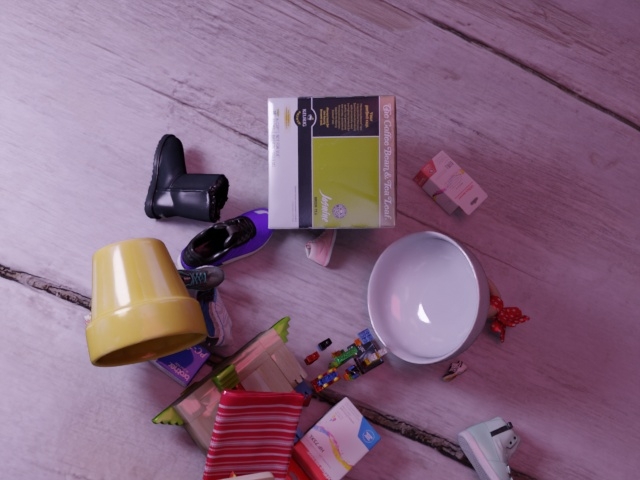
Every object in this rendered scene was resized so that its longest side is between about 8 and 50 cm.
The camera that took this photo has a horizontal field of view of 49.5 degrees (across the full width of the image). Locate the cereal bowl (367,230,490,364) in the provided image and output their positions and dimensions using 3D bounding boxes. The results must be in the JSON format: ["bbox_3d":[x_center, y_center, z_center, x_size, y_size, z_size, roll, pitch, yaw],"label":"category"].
[{"bbox_3d":[0.294,0.149,1.803,0.141,0.339,0.339,9,60,-49],"label":"cereal bowl"}]

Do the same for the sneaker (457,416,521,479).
[{"bbox_3d":[0.478,0.576,1.769,0.151,0.094,0.256,-22,73,-19],"label":"sneaker"}]

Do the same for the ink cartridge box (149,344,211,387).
[{"bbox_3d":[-0.376,0.253,1.671,0.207,0.046,0.097,36,62,0],"label":"ink cartridge box"}]

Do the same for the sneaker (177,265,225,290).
[{"bbox_3d":[-0.315,0.096,1.684,0.167,0.076,0.065,-6,91,-7],"label":"sneaker"}]

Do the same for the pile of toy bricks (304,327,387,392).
[{"bbox_3d":[0.051,0.303,1.751,0.212,0.105,0.118,-25,74,-23],"label":"pile of toy bricks"}]

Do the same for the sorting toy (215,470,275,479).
[{"bbox_3d":[-0.232,0.614,1.472,0.257,0.089,0.255,-3,103,-19],"label":"sorting toy"}]

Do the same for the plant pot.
[{"bbox_3d":[-0.402,0.132,1.544,0.254,0.254,0.239,-10,73,-22],"label":"plant pot"}]

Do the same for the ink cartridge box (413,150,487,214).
[{"bbox_3d":[0.393,-0.161,2.093,0.198,0.067,0.115,46,62,7],"label":"ink cartridge box"}]

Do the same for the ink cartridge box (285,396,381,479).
[{"bbox_3d":[0.015,0.505,1.665,0.231,0.078,0.134,-38,82,-27],"label":"ink cartridge box"}]

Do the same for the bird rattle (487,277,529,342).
[{"bbox_3d":[0.450,0.161,1.939,0.254,0.143,0.207,7,49,-18],"label":"bird rattle"}]

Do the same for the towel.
[{"bbox_3d":[-0.148,0.457,1.529,0.199,0.031,0.274,9,100,-24],"label":"towel"}]

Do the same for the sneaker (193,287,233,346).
[{"bbox_3d":[-0.261,0.187,1.736,0.083,0.071,0.190,31,35,-50],"label":"sneaker"}]

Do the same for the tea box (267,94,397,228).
[{"bbox_3d":[0.036,-0.195,1.795,0.324,0.220,0.329,1,92,5],"label":"tea box"}]

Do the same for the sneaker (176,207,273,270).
[{"bbox_3d":[-0.224,-0.009,1.781,0.293,0.146,0.102,-32,80,-27],"label":"sneaker"}]

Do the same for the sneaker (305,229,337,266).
[{"bbox_3d":[0.000,0.000,1.903,0.070,0.051,0.134,20,66,-14],"label":"sneaker"}]

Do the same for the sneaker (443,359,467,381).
[{"bbox_3d":[0.357,0.352,1.876,0.083,0.032,0.037,-22,61,-30],"label":"sneaker"}]

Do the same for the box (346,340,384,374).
[{"bbox_3d":[0.118,0.300,1.824,0.067,0.018,0.083,-24,76,-26],"label":"box"}]

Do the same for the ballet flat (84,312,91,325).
[{"bbox_3d":[-0.477,0.131,1.679,0.077,0.091,0.241,19,51,29],"label":"ballet flat"}]

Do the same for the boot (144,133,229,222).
[{"bbox_3d":[-0.331,-0.161,1.798,0.207,0.094,0.246,2,68,17],"label":"boot"}]

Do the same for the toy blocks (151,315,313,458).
[{"bbox_3d":[-0.155,0.398,1.624,0.381,0.191,0.261,-38,94,-27],"label":"toy blocks"}]
